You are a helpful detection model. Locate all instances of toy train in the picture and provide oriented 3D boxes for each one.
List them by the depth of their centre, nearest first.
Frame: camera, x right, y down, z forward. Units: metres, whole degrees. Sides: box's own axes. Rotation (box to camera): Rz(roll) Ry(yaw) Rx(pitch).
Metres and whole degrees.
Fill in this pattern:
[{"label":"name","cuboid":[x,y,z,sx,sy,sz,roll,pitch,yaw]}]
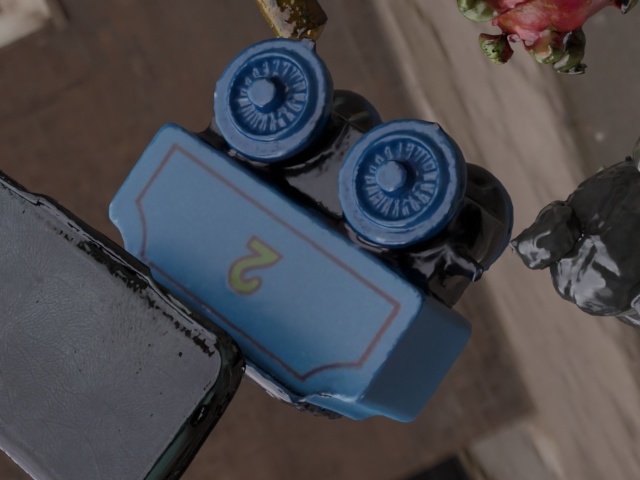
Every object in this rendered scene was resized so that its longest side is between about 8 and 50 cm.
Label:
[{"label":"toy train","cuboid":[0.000,0.000,1.534,0.300,0.265,0.188,35,-179,25]}]

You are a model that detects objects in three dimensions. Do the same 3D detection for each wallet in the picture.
[{"label":"wallet","cuboid":[-0.205,0.067,1.340,0.318,0.172,0.045,34,-179,29]}]

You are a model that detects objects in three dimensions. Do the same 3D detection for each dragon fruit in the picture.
[{"label":"dragon fruit","cuboid":[0.149,-0.197,1.205,0.166,0.160,0.172,51,175,34]}]

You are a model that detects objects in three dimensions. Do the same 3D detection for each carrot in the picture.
[{"label":"carrot","cuboid":[-0.073,-0.314,1.895,0.260,0.070,0.070,61,177,6]}]

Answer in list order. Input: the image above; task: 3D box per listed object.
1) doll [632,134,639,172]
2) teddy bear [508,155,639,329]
[{"label":"doll","cuboid":[0.307,0.043,0.952,0.379,0.252,0.382,10,-97,-69]},{"label":"teddy bear","cuboid":[0.257,0.006,1.374,0.171,0.144,0.251,39,-171,11]}]
